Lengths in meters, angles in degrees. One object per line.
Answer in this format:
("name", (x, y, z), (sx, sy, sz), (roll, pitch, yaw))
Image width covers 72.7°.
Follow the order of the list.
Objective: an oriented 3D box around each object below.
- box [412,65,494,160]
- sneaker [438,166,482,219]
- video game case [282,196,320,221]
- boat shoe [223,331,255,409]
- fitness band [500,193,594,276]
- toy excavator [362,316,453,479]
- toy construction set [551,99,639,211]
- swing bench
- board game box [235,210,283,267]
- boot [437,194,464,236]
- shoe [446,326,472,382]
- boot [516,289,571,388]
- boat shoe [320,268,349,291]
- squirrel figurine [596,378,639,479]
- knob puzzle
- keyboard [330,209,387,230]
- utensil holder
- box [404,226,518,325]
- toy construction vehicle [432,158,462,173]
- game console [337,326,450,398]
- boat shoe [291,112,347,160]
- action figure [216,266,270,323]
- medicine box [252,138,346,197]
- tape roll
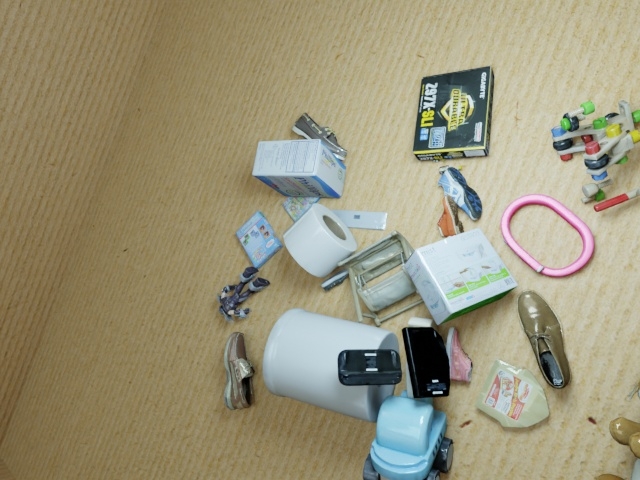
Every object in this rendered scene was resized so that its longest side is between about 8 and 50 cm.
("box", (0.485, -0.458, 1.589), (0.257, 0.079, 0.322), (2, 76, 32))
("sneaker", (0.497, -0.158, 1.548), (0.081, 0.080, 0.211), (-47, 60, 44))
("video game case", (-0.082, -0.176, 1.912), (0.166, 0.015, 0.119), (-44, 62, 15))
("boat shoe", (-0.334, 0.554, 1.859), (0.116, 0.123, 0.324), (-5, 84, 22))
("fitness band", (0.718, -0.019, 1.393), (0.209, 0.054, 0.291), (-46, 63, 14))
("toy excavator", (0.302, 0.526, 1.403), (0.222, 0.433, 0.445), (3, 109, 31))
("toy construction set", (0.867, -0.269, 1.283), (0.237, 0.257, 0.308), (-22, 90, 12))
("swing bench", (0.236, 0.140, 1.581), (0.253, 0.165, 0.254), (-30, 61, 22))
("board game box", (-0.281, -0.005, 1.979), (0.160, 0.039, 0.211), (-42, 62, 17))
("boot", (0.443, -0.082, 1.533), (0.085, 0.059, 0.158), (-6, 110, 39))
("shoe", (0.467, 0.382, 1.454), (0.081, 0.063, 0.178), (2, 87, 29))
("boot", (0.677, 0.292, 1.318), (0.112, 0.115, 0.305), (-23, 68, 26))
("boat shoe", (0.068, 0.157, 1.744), (0.142, 0.049, 0.040), (-32, 99, 19))
("squirrel figurine", (0.946, 0.514, 1.068), (0.397, 0.281, 0.370), (13, 76, 18))
("knob puzzle", (0.612, 0.492, 1.363), (0.213, 0.030, 0.213), (-7, 76, 29))
("keyboard", (0.147, -0.085, 1.764), (0.256, 0.014, 0.072), (5, 78, 31))
("utensil holder", (0.046, 0.435, 1.536), (0.386, 0.327, 0.327), (8, 84, 29))
("box", (0.447, 0.109, 1.401), (0.262, 0.126, 0.231), (-18, 65, -19))
("toy construction vehicle", (0.469, -0.285, 1.607), (0.098, 0.035, 0.085), (-12, 63, 25))
("game console", (0.226, 0.369, 1.327), (0.044, 0.361, 0.213), (116, 154, -57))
("boat shoe", (0.005, -0.446, 1.861), (0.324, 0.117, 0.096), (42, 105, 36))
("action figure", (-0.363, 0.249, 1.946), (0.285, 0.099, 0.185), (-45, 69, 19))
("medicine box", (-0.081, -0.286, 1.773), (0.289, 0.263, 0.149), (5, 79, 27))
("tape roll", (0.000, 0.000, 1.689), (0.169, 0.246, 0.246), (-44, 62, 21))
